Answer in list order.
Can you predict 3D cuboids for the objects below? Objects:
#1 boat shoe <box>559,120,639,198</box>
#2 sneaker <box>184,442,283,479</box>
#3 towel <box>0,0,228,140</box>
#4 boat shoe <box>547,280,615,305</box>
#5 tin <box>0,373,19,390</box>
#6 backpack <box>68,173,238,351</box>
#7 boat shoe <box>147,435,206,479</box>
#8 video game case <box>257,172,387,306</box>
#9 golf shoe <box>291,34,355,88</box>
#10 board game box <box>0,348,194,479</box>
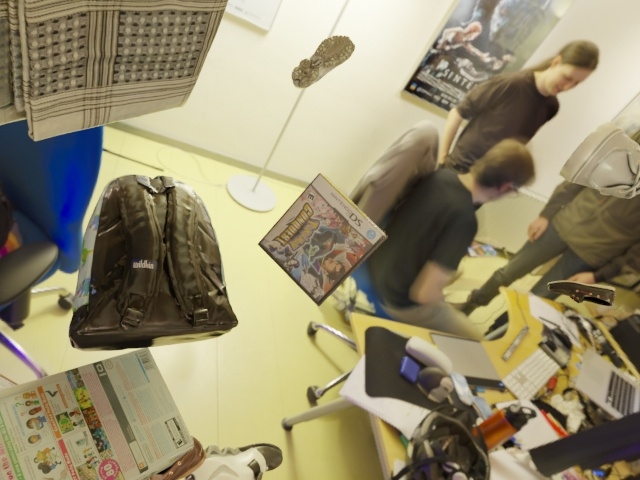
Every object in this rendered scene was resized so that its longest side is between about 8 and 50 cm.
[{"bbox_3d":[0.386,-0.095,0.559,0.227,0.079,0.081,-8,46,-44],"label":"boat shoe"},{"bbox_3d":[-0.216,0.636,1.160,0.330,0.123,0.146,21,25,-45],"label":"sneaker"},{"bbox_3d":[-0.279,-0.264,0.588,0.324,0.312,0.056,-26,81,-41],"label":"towel"},{"bbox_3d":[0.586,0.119,0.982,0.132,0.042,0.049,8,-20,27],"label":"boat shoe"},{"bbox_3d":[-0.638,0.304,0.828,0.189,0.040,0.106,16,21,21],"label":"tin"},{"bbox_3d":[-0.339,0.033,0.871,0.289,0.273,0.356,1,69,-31],"label":"backpack"},{"bbox_3d":[-0.346,0.495,0.920,0.206,0.073,0.073,-36,42,-24],"label":"boat shoe"},{"bbox_3d":[0.000,0.000,1.187,0.248,0.275,0.035,45,17,5],"label":"video game case"},{"bbox_3d":[0.002,-0.428,1.051,0.069,0.176,0.086,56,-5,-8],"label":"golf shoe"},{"bbox_3d":[-0.408,0.342,0.764,0.224,0.097,0.303,55,27,18],"label":"board game box"}]
